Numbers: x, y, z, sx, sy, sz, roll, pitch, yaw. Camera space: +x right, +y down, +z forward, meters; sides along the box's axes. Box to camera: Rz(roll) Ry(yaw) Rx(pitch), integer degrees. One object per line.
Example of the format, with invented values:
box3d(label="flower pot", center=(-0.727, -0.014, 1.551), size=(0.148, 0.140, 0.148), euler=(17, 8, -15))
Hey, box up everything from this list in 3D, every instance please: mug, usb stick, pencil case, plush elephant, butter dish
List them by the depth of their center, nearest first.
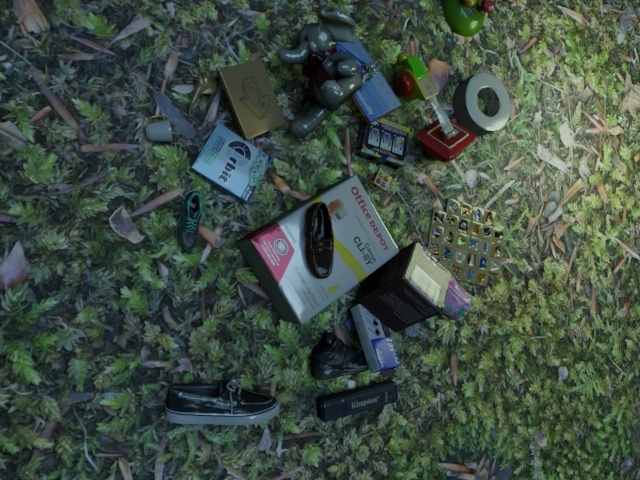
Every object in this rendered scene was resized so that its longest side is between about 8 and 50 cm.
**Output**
box3d(label="mug", center=(-0.437, -0.296, 1.302), size=(0.064, 0.078, 0.062), euler=(-10, 123, -17))
box3d(label="plush elephant", center=(0.000, -0.516, 1.411), size=(0.255, 0.272, 0.330), euler=(48, 66, -8))
box3d(label="usb stick", center=(0.118, 0.495, 1.499), size=(0.278, 0.045, 0.077), euler=(-6, 87, -26))
box3d(label="pencil case", center=(0.382, 0.139, 1.613), size=(0.284, 0.124, 0.124), euler=(45, 69, -16))
box3d(label="butter dish", center=(0.431, -0.329, 1.682), size=(0.160, 0.118, 0.160), euler=(-37, 60, -21))

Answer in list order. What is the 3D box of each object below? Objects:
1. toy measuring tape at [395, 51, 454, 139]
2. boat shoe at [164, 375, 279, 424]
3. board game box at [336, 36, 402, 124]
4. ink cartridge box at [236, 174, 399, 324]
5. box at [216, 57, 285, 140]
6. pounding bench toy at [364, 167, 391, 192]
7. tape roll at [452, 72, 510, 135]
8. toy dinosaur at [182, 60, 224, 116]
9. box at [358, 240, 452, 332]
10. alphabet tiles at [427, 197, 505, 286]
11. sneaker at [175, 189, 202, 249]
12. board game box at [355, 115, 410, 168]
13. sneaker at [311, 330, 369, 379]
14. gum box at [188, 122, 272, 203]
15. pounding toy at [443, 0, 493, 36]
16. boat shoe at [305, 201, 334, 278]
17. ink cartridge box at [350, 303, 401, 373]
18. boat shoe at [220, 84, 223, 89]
box3d(label="toy measuring tape", center=(0.340, -0.480, 1.640), size=(0.121, 0.121, 0.330), euler=(-30, 93, -24))
box3d(label="boat shoe", center=(-0.253, 0.419, 1.293), size=(0.306, 0.113, 0.105), euler=(7, 97, -16))
box3d(label="board game box", center=(0.134, -0.524, 1.572), size=(0.145, 0.027, 0.281), euler=(-32, 89, -25))
box3d(label="ink cartridge box", center=(-0.002, 0.020, 1.417), size=(0.384, 0.160, 0.279), euler=(-34, 99, -23))
box3d(label="box", center=(-0.195, -0.409, 1.395), size=(0.164, 0.021, 0.201), euler=(-36, 112, -39))
box3d(label="pounding bench toy", center=(0.196, -0.207, 1.582), size=(0.052, 0.065, 0.083), euler=(30, 73, -20))
box3d(label="tape roll", center=(0.599, -0.503, 1.793), size=(0.219, 0.072, 0.219), euler=(3, 84, -26))
box3d(label="toy dinosaur", center=(-0.336, -0.442, 1.356), size=(0.092, 0.053, 0.183), euler=(41, 70, -19))
box3d(label="box", center=(0.258, 0.144, 1.477), size=(0.168, 0.203, 0.167), euler=(42, 46, -14))
box3d(label="alphabet tiles", center=(0.532, 0.009, 1.755), size=(0.342, 0.011, 0.285), euler=(14, 80, -24))
box3d(label="sneaker", center=(-0.351, -0.059, 1.305), size=(0.065, 0.076, 0.166), euler=(6, 83, -24))
box3d(label="board game box", center=(0.207, -0.330, 1.607), size=(0.170, 0.048, 0.141), euler=(15, 78, -23))
box3d(label="sneaker", center=(0.079, 0.337, 1.471), size=(0.227, 0.087, 0.130), euler=(-5, 94, -20))
box3d(label="gum box", center=(-0.254, -0.218, 1.383), size=(0.184, 0.041, 0.157), euler=(33, 73, -20))
box3d(label="pounding toy", center=(0.551, -0.889, 1.781), size=(0.183, 0.110, 0.237), euler=(-23, 96, -25))
box3d(label="boat shoe", center=(0.000, 0.000, 1.292), size=(0.073, 0.073, 0.207), euler=(-8, 89, -25))
box3d(label="ink cartridge box", center=(0.169, 0.296, 1.488), size=(0.097, 0.046, 0.207), euler=(2, 61, -40))
box3d(label="boat shoe", center=(-0.225, -0.446, 1.413), size=(0.137, 0.043, 0.049), euler=(-7, 89, -43))
